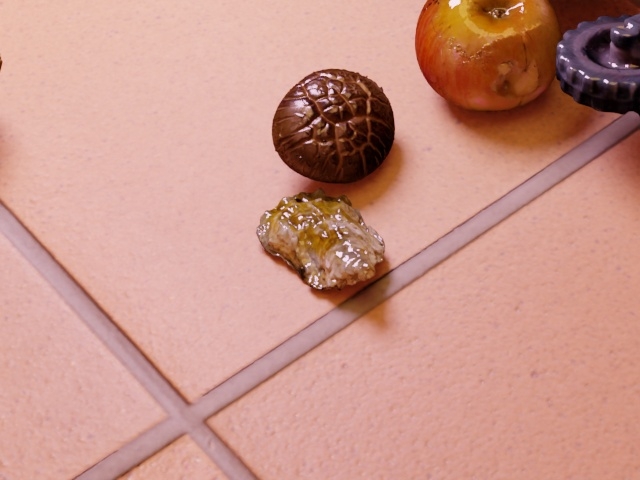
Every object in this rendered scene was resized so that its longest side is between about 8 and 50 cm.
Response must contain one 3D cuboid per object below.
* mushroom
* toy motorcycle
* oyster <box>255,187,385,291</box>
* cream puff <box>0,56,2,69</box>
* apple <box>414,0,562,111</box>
[{"bbox_3d":[0.012,-0.111,1.682,0.109,0.085,0.126,19,58,22],"label":"mushroom"},{"bbox_3d":[0.430,-0.198,1.648,0.416,0.172,0.232,-23,42,-25],"label":"toy motorcycle"},{"bbox_3d":[0.000,0.000,1.620,0.122,0.045,0.146,-11,45,17],"label":"oyster"},{"bbox_3d":[-0.434,-0.154,1.732,0.244,0.196,0.244,17,30,-10],"label":"cream puff"},{"bbox_3d":[0.163,-0.199,1.714,0.146,0.146,0.146,-4,47,4],"label":"apple"}]
